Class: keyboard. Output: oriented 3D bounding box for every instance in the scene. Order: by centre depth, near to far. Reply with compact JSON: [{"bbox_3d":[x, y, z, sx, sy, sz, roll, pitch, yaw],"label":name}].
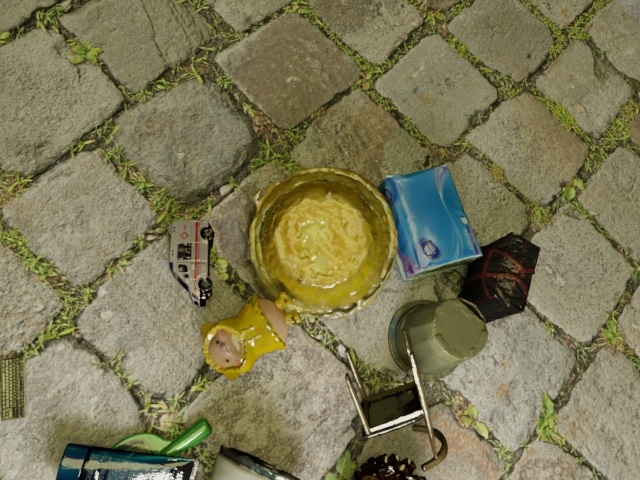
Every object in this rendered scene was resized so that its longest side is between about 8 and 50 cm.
[{"bbox_3d":[-0.654,0.314,1.175,0.049,0.015,0.129,-5,74,-15],"label":"keyboard"}]

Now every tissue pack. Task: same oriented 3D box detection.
[{"bbox_3d":[0.279,-0.046,1.457,0.198,0.146,0.263,-13,76,-17],"label":"tissue pack"}]

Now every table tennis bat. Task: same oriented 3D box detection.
[{"bbox_3d":[-0.350,0.473,1.190,0.257,0.039,0.160,-32,83,-19],"label":"table tennis bat"}]

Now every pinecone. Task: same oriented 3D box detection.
[{"bbox_3d":[0.147,0.567,1.199,0.221,0.221,0.221,4,71,-13],"label":"pinecone"}]

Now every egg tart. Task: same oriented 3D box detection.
[{"bbox_3d":[0.000,0.000,1.310,0.388,0.169,0.388,0,85,1],"label":"egg tart"}]

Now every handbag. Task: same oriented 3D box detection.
[{"bbox_3d":[0.472,0.099,1.445,0.155,0.169,0.215,26,67,-5],"label":"handbag"}]

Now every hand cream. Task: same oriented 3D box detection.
[{"bbox_3d":[-0.396,0.488,1.138,0.270,0.061,0.120,16,76,-9],"label":"hand cream"}]

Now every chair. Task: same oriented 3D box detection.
[{"bbox_3d":[0.167,0.374,1.253,0.166,0.188,0.272,-20,97,5],"label":"chair"}]

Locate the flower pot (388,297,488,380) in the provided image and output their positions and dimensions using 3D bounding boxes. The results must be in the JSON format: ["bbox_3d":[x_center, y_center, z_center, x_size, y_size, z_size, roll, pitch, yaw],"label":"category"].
[{"bbox_3d":[0.301,0.226,1.349,0.212,0.202,0.212,6,69,-16],"label":"flower pot"}]

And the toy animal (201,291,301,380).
[{"bbox_3d":[-0.157,0.209,1.261,0.230,0.156,0.156,-30,81,4],"label":"toy animal"}]

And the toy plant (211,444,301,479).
[{"bbox_3d":[-0.170,0.606,1.098,0.247,0.247,0.332,27,72,-4],"label":"toy plant"}]

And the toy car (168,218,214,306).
[{"bbox_3d":[-0.308,0.053,1.309,0.108,0.089,0.209,1,70,-13],"label":"toy car"}]
